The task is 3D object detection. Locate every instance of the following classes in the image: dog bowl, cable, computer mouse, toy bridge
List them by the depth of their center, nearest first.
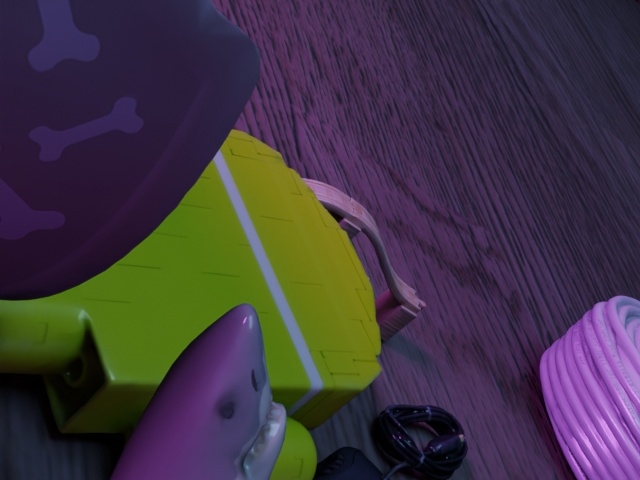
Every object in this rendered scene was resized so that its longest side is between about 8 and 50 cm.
[{"bbox_3d":[-0.147,-0.152,0.447,0.102,0.349,0.348,1,51,-43],"label":"dog bowl"},{"bbox_3d":[0.041,0.128,0.699,0.071,0.041,0.242,51,23,6],"label":"computer mouse"},{"bbox_3d":[0.000,0.000,0.793,0.188,0.063,0.026,32,28,-32],"label":"toy bridge"},{"bbox_3d":[0.276,0.163,0.997,0.257,0.089,0.257,49,22,3],"label":"cable"}]

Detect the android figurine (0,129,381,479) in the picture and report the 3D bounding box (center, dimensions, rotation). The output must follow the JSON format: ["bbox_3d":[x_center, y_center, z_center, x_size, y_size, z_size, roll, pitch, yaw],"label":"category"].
[{"bbox_3d":[-0.072,0.014,0.633,0.273,0.056,0.248,8,48,-48],"label":"android figurine"}]

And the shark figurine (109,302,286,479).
[{"bbox_3d":[-0.071,0.173,0.404,0.116,0.166,0.278,9,58,-20],"label":"shark figurine"}]
